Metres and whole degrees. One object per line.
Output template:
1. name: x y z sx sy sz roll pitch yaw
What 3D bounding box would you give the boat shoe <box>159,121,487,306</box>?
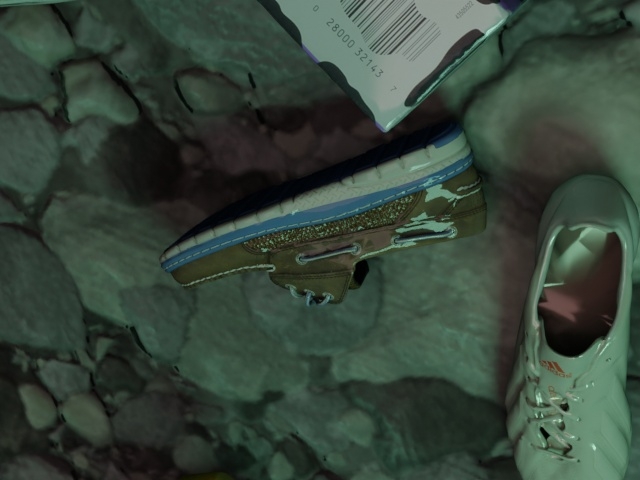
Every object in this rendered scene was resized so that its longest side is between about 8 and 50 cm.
1. boat shoe: 0.000 0.000 0.606 0.183 0.066 0.066 -19 103 23

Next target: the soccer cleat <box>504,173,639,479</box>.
1. soccer cleat: 0.126 0.063 0.581 0.068 0.076 0.196 6 110 16

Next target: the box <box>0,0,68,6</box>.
1. box: -0.161 -0.266 0.508 0.121 0.148 0.311 17 114 36

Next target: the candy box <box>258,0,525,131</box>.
1. candy box: 0.003 -0.155 0.496 0.196 0.165 0.070 46 115 -2

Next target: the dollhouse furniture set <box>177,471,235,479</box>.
1. dollhouse furniture set: 0.033 0.264 0.566 0.303 0.286 0.198 39 116 -10
